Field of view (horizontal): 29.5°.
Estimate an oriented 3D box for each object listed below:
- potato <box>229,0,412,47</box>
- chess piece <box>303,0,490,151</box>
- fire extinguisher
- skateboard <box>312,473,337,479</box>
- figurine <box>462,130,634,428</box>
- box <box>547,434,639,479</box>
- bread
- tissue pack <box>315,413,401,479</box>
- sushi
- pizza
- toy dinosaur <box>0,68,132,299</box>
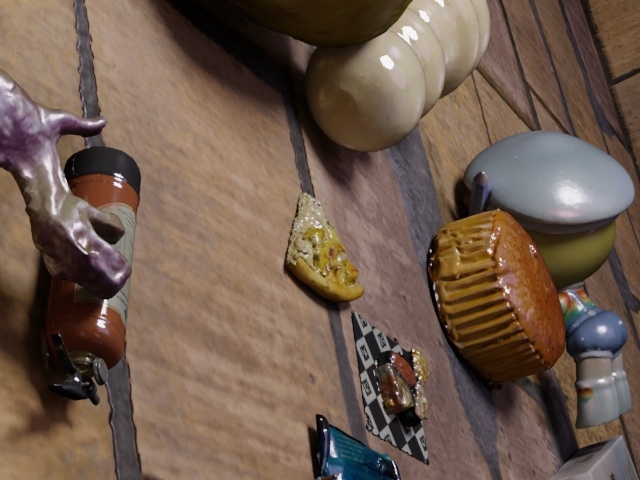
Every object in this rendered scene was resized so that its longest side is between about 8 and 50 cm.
[{"bbox_3d":[-0.030,-0.270,1.057,0.299,0.196,0.246,-3,47,-37],"label":"potato"},{"bbox_3d":[0.070,-0.185,1.264,0.167,0.167,0.300,61,30,-16],"label":"chess piece"},{"bbox_3d":[-0.134,0.023,0.702,0.062,0.050,0.177,72,12,-48],"label":"fire extinguisher"},{"bbox_3d":[0.003,0.214,0.871,0.064,0.032,0.083,-13,84,-58],"label":"skateboard"},{"bbox_3d":[0.329,0.039,1.555,0.224,0.205,0.382,-34,103,-55],"label":"figurine"},{"bbox_3d":[0.351,0.339,1.497,0.243,0.067,0.155,-7,74,-68],"label":"box"},{"bbox_3d":[0.207,0.063,1.379,0.199,0.104,0.199,47,32,-42],"label":"bread"},{"bbox_3d":[0.037,0.195,0.970,0.138,0.028,0.085,34,40,-49],"label":"tissue pack"},{"bbox_3d":[0.075,0.132,1.111,0.126,0.026,0.120,38,37,-50],"label":"sushi"},{"bbox_3d":[0.000,0.000,1.066,0.123,0.026,0.109,27,43,-57],"label":"pizza"},{"bbox_3d":[-0.197,-0.065,0.607,0.251,0.072,0.200,29,43,-56],"label":"toy dinosaur"}]
